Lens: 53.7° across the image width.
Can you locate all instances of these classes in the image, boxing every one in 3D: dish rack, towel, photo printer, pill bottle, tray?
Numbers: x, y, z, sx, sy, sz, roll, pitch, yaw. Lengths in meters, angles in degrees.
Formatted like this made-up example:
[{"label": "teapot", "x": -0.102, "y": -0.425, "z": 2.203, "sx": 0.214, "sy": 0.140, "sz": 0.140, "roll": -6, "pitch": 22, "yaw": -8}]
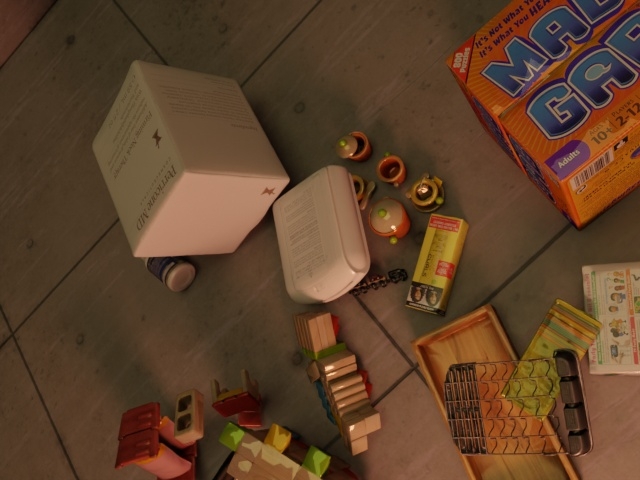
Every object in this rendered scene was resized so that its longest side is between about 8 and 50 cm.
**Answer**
[{"label": "dish rack", "x": 0.388, "y": 0.333, "z": 1.272, "sx": 0.271, "sy": 0.074, "sz": 0.208, "roll": -11, "pitch": 79, "yaw": 27}, {"label": "towel", "x": 0.467, "y": 0.242, "z": 1.288, "sx": 0.102, "sy": 0.021, "sz": 0.237, "roll": 32, "pitch": 99, "yaw": 31}, {"label": "photo printer", "x": 0.000, "y": 0.000, "z": 1.596, "sx": 0.256, "sy": 0.107, "sz": 0.308, "roll": -32, "pitch": 61, "yaw": 43}, {"label": "pill bottle", "x": -0.453, "y": 0.069, "z": 1.852, "sx": 0.169, "sy": 0.094, "sz": 0.094, "roll": 34, "pitch": 93, "yaw": 29}, {"label": "tray", "x": 0.373, "y": 0.368, "z": 1.370, "sx": 0.202, "sy": 0.076, "sz": 0.411, "roll": -29, "pitch": 66, "yaw": 17}]

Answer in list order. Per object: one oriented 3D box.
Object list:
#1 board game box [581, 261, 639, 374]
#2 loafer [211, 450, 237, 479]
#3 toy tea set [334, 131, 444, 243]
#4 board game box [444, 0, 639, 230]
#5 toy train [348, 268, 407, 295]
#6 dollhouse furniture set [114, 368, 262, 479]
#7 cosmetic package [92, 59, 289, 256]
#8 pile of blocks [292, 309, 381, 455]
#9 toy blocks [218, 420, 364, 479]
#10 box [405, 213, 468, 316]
[{"label": "board game box", "x": 0.689, "y": 0.155, "z": 1.254, "sx": 0.303, "sy": 0.097, "sz": 0.224, "roll": -4, "pitch": 75, "yaw": 25}, {"label": "loafer", "x": -0.232, "y": 0.617, "z": 1.615, "sx": 0.078, "sy": 0.080, "sz": 0.220, "roll": 37, "pitch": 94, "yaw": -3}, {"label": "toy tea set", "x": 0.139, "y": -0.147, "z": 1.595, "sx": 0.336, "sy": 0.124, "sz": 0.200, "roll": 40, "pitch": 96, "yaw": 29}, {"label": "board game box", "x": 0.542, "y": -0.300, "z": 1.299, "sx": 0.356, "sy": 0.356, "sz": 0.356, "roll": -40, "pitch": 62, "yaw": 12}, {"label": "toy train", "x": 0.141, "y": 0.103, "z": 1.583, "sx": 0.158, "sy": 0.027, "sz": 0.036, "roll": -20, "pitch": 65, "yaw": 20}, {"label": "dollhouse furniture set", "x": -0.302, "y": 0.488, "z": 1.594, "sx": 0.374, "sy": 0.201, "sz": 0.152, "roll": -21, "pitch": 46, "yaw": 13}, {"label": "cosmetic package", "x": -0.355, "y": -0.210, "z": 1.693, "sx": 0.329, "sy": 0.327, "sz": 0.394, "roll": -48, "pitch": 58, "yaw": 35}, {"label": "pile of blocks", "x": 0.049, "y": 0.328, "z": 1.540, "sx": 0.112, "sy": 0.149, "sz": 0.362, "roll": -15, "pitch": 74, "yaw": -23}, {"label": "toy blocks", "x": -0.022, "y": 0.539, "z": 1.429, "sx": 0.381, "sy": 0.261, "sz": 0.191, "roll": 25, "pitch": 86, "yaw": 23}, {"label": "box", "x": 0.279, "y": 0.058, "z": 1.507, "sx": 0.087, "sy": 0.058, "sz": 0.232, "roll": 15, "pitch": 83, "yaw": 30}]
